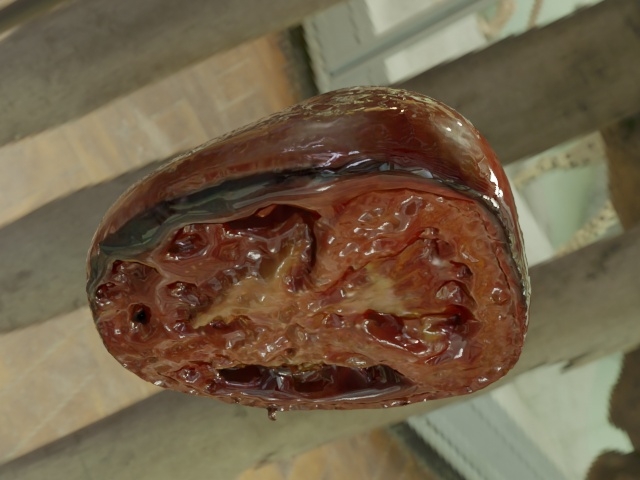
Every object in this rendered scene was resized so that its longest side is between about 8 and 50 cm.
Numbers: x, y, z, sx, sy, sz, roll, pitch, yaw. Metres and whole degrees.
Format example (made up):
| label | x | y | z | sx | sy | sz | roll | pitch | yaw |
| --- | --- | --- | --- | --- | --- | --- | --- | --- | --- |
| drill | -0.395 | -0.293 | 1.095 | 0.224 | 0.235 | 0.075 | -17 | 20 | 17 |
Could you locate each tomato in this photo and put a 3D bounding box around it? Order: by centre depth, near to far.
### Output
| label | x | y | z | sx | sy | sz | roll | pitch | yaw |
| --- | --- | --- | --- | --- | --- | --- | --- | --- | --- |
| tomato | -0.007 | -0.003 | 0.491 | 0.166 | 0.174 | 0.082 | 68 | 22 | -53 |
